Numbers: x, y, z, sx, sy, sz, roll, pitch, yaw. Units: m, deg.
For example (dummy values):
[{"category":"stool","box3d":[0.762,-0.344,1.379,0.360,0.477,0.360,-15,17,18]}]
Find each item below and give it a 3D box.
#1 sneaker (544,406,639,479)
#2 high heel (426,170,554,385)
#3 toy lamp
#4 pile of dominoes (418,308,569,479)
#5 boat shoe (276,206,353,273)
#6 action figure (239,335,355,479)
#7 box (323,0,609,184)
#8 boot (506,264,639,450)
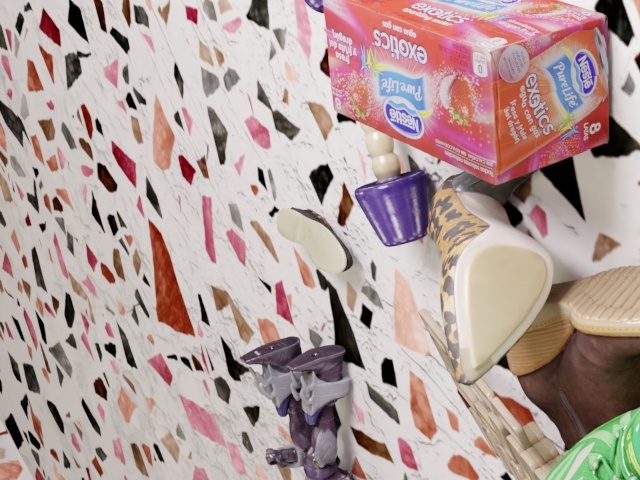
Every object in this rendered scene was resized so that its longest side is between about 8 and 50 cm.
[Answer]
[{"category":"sneaker","box3d":[0.269,0.166,1.264,0.295,0.123,0.109,-38,56,38]},{"category":"high heel","box3d":[0.133,0.038,1.444,0.186,0.093,0.261,-45,25,57]},{"category":"toy lamp","box3d":[0.050,-0.130,1.612,0.080,0.080,0.275,-8,99,63]},{"category":"pile of dominoes","box3d":[0.192,0.185,1.544,0.196,0.040,0.251,61,176,-32]},{"category":"boat shoe","box3d":[0.001,-0.002,1.834,0.133,0.042,0.049,38,119,47]},{"category":"action figure","box3d":[-0.008,0.261,1.968,0.185,0.099,0.285,16,125,52]},{"category":"box","box3d":[0.124,-0.154,1.396,0.257,0.128,0.122,30,133,52]},{"category":"boot","box3d":[0.273,0.130,1.397,0.248,0.090,0.207,-5,118,58]}]
